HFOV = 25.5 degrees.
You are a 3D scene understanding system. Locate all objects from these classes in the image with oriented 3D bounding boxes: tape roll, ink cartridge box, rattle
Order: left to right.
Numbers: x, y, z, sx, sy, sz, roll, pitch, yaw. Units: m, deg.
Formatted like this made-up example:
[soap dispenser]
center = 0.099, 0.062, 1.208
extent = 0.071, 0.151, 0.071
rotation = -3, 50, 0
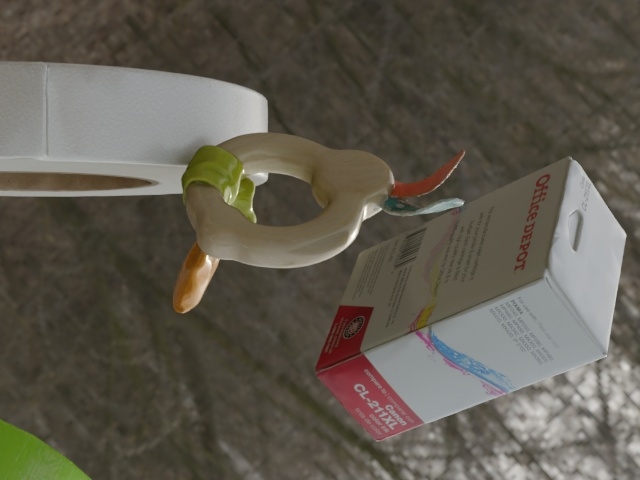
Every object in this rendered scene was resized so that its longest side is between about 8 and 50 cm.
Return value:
[tape roll]
center = -0.233, -0.081, 1.138
extent = 0.392, 0.072, 0.392
rotation = 0, 178, 0
[rattle]
center = 0.000, 0.000, 1.022
extent = 0.199, 0.143, 0.130
rotation = -6, -152, -18
[ink cartridge box]
center = 0.097, 0.038, 0.895
extent = 0.175, 0.072, 0.127
rotation = -25, -155, 33

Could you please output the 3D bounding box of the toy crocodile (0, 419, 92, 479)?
[toy crocodile]
center = -0.211, 0.067, 0.381
extent = 0.105, 0.340, 0.115
rotation = 70, 27, -50
